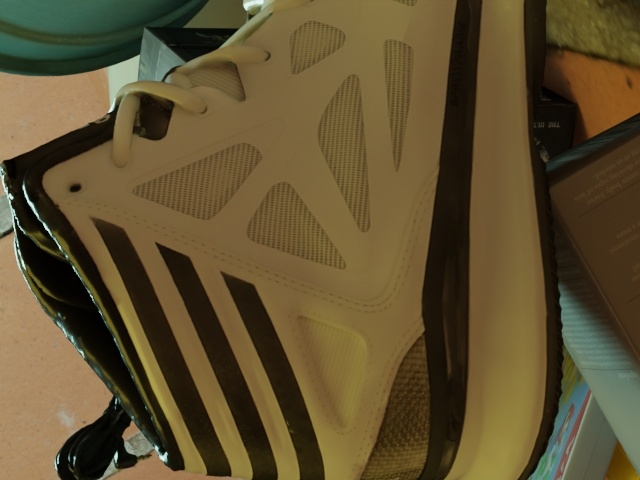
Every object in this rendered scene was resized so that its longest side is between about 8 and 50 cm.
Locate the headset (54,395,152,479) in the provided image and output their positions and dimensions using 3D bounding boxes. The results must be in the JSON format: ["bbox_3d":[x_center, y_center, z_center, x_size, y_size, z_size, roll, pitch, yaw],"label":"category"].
[{"bbox_3d":[-0.094,0.073,1.255,0.243,0.185,0.394,43,156,-3],"label":"headset"}]

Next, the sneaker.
[{"bbox_3d":[-0.028,-0.095,0.889,0.169,0.257,0.448,122,147,-67],"label":"sneaker"}]

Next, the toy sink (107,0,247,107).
[{"bbox_3d":[-0.100,-0.199,1.465,0.153,0.131,0.234,-150,55,-68],"label":"toy sink"}]

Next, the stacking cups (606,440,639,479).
[{"bbox_3d":[0.284,0.233,1.117,0.316,0.096,0.096,57,169,14],"label":"stacking cups"}]

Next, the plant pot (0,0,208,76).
[{"bbox_3d":[-0.141,-0.286,1.160,0.341,0.341,0.334,62,160,-13],"label":"plant pot"}]

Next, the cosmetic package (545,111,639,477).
[{"bbox_3d":[0.205,0.050,0.923,0.238,0.127,0.107,63,168,-5],"label":"cosmetic package"}]

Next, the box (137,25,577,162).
[{"bbox_3d":[0.019,-0.087,1.141,0.183,0.231,0.056,-139,52,-57],"label":"box"}]

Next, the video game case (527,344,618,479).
[{"bbox_3d":[0.159,0.105,1.147,0.025,0.204,0.285,21,166,0],"label":"video game case"}]
